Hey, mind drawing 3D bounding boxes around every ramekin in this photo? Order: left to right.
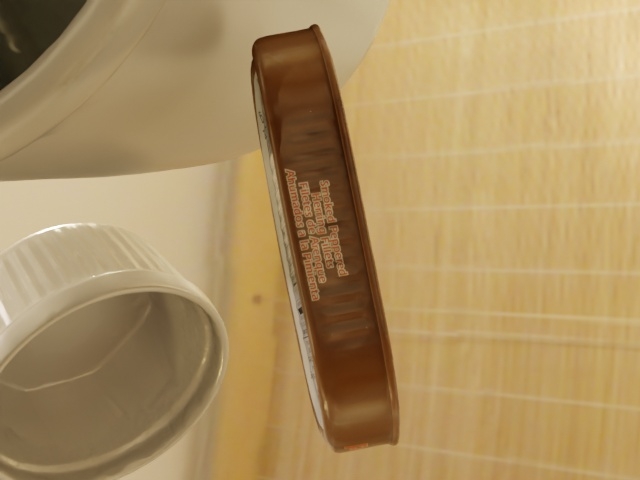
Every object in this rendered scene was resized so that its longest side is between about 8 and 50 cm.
[{"bbox_3d":[-0.185,0.083,1.071,0.207,0.109,0.207,-22,-43,-22],"label":"ramekin"}]

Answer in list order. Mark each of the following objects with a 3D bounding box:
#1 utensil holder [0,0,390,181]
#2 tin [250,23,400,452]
[{"bbox_3d":[-0.144,-0.189,0.716,0.385,0.327,0.328,-14,-79,-73],"label":"utensil holder"},{"bbox_3d":[0.000,0.000,0.620,0.040,0.106,0.190,-11,-94,0],"label":"tin"}]
